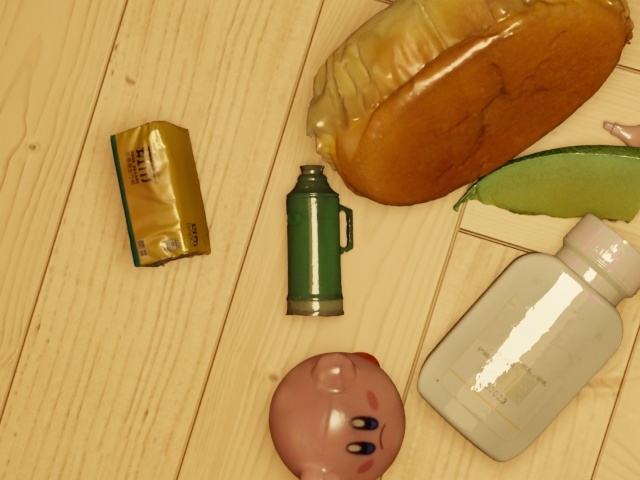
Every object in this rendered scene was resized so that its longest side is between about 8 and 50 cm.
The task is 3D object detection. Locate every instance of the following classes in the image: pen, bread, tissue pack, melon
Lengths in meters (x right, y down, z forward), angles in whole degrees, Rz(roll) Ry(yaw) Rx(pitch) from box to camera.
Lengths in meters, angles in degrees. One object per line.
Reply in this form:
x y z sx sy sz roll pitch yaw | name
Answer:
0.434 -0.104 1.347 0.197 0.032 0.053 22 93 6 | pen
0.176 -0.193 1.294 0.388 0.236 0.183 -34 65 19 | bread
-0.195 -0.056 1.385 0.082 0.120 0.169 -12 87 9 | tissue pack
0.290 -0.064 1.356 0.261 0.053 0.114 -5 124 17 | melon

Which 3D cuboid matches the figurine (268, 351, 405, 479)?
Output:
0.019 0.215 1.328 0.173 0.173 0.173 0 89 8 | figurine

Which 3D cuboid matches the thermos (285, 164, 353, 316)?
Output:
-0.003 0.000 1.382 0.083 0.073 0.188 -2 89 9 | thermos

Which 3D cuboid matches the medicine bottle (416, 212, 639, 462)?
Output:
0.259 0.110 1.329 0.161 0.111 0.296 40 96 4 | medicine bottle
